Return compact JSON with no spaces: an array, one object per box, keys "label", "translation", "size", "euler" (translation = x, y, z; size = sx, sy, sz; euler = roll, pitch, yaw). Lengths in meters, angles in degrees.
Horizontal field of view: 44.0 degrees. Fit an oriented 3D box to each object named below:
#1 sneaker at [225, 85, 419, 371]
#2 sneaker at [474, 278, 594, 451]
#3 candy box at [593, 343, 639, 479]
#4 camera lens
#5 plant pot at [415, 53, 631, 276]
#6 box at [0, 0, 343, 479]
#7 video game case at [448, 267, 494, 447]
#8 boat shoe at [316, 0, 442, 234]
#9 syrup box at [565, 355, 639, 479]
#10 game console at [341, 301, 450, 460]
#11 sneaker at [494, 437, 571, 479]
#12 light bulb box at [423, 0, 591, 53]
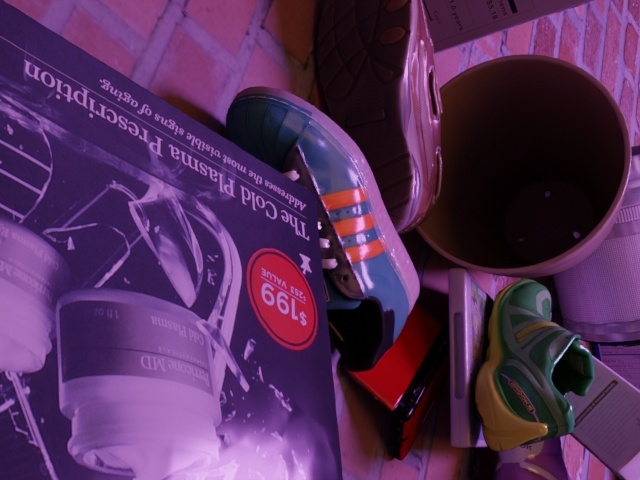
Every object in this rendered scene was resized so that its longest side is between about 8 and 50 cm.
[{"label":"sneaker","translation":[0.000,0.000,0.746],"size":[0.302,0.108,0.121],"euler":[55,41,-29]},{"label":"sneaker","translation":[0.257,0.144,0.929],"size":[0.295,0.123,0.110],"euler":[-58,139,-58]},{"label":"candy box","translation":[0.603,0.263,1.402],"size":[0.268,0.122,0.318],"euler":[-14,94,-49]},{"label":"camera lens","translation":[0.455,0.008,1.201],"size":[0.219,0.219,0.275],"euler":[-22,99,-50]},{"label":"plant pot","translation":[0.265,-0.058,1.000],"size":[0.274,0.256,0.257],"euler":[29,60,-61]},{"label":"box","translation":[-0.159,0.071,0.428],"size":[0.343,0.178,0.313],"euler":[29,46,-44]},{"label":"video game case","translation":[0.186,0.148,0.949],"size":[0.212,0.023,0.194],"euler":[34,55,-65]},{"label":"boat shoe","translation":[0.074,-0.164,0.874],"size":[0.116,0.123,0.325],"euler":[6,84,-57]},{"label":"syrup box","translation":[0.343,0.207,1.013],"size":[0.096,0.237,0.093],"euler":[-46,125,1]},{"label":"game console","translation":[0.087,0.148,0.893],"size":[0.144,0.085,0.124],"euler":[-49,150,-43]},{"label":"sneaker","translation":[0.308,0.322,1.041],"size":[0.282,0.102,0.161],"euler":[44,46,-48]},{"label":"light bulb box","translation":[0.237,-0.453,0.927],"size":[0.225,0.360,0.358],"euler":[-45,116,-45]}]
